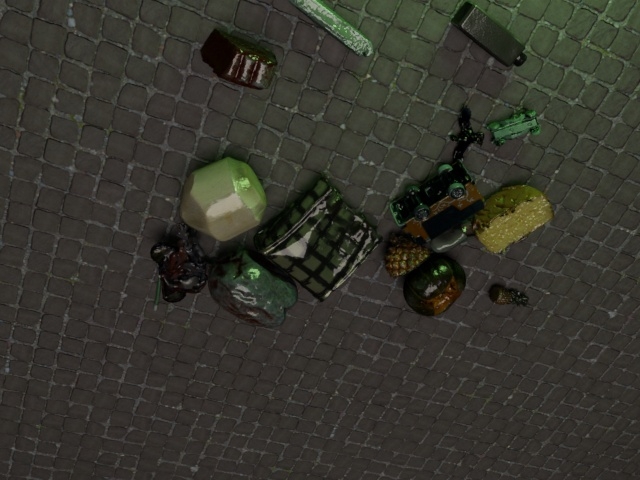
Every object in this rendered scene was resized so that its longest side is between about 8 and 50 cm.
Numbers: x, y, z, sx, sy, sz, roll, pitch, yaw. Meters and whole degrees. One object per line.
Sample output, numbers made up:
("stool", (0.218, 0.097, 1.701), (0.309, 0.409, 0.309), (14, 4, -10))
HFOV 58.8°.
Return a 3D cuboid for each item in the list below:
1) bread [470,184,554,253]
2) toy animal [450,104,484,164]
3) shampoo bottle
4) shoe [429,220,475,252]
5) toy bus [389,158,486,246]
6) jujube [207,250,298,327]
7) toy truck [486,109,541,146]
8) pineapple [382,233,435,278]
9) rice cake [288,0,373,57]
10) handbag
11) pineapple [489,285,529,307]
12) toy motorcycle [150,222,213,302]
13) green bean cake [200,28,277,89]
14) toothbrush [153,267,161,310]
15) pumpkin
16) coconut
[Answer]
("bread", (0.636, -0.088, 1.924), (0.261, 0.147, 0.160), (-39, 125, 16))
("toy animal", (0.469, -0.327, 1.817), (0.108, 0.062, 0.220), (5, 123, 12))
("shampoo bottle", (0.498, -0.587, 1.645), (0.246, 0.080, 0.079), (29, 115, -20))
("shoe", (0.468, -0.024, 1.947), (0.195, 0.079, 0.078), (-19, 162, -19))
("toy bus", (0.384, -0.117, 1.867), (0.275, 0.138, 0.167), (-32, 130, 15))
("jujube", (-0.232, 0.166, 1.911), (0.308, 0.246, 0.215), (34, 101, -20))
("toy truck", (0.612, -0.364, 1.802), (0.154, 0.078, 0.080), (-17, 122, 23))
("pineapple", (0.281, 0.035, 1.959), (0.176, 0.161, 0.136), (-31, 90, -16))
("rice cake", (0.013, -0.621, 1.580), (0.336, 0.066, 0.063), (32, 112, -23))
("handbag", (0.000, 0.000, 1.900), (0.327, 0.162, 0.325), (-44, 119, 10))
("pineapple", (0.719, 0.219, 2.157), (0.160, 0.074, 0.074), (13, 119, -23))
("toy motorcycle", (-0.449, 0.060, 1.873), (0.207, 0.134, 0.400), (-10, 135, -10))
("green bean cake", (-0.220, -0.486, 1.539), (0.199, 0.232, 0.097), (15, 114, -19))
("toothbrush", (-0.566, 0.144, 1.997), (0.024, 0.018, 0.257), (7, 119, -18))
("pumpkin", (0.401, 0.157, 2.023), (0.238, 0.159, 0.237), (-17, 133, -19))
("coconut", (-0.307, -0.119, 1.746), (0.266, 0.237, 0.237), (-22, 120, 8))
